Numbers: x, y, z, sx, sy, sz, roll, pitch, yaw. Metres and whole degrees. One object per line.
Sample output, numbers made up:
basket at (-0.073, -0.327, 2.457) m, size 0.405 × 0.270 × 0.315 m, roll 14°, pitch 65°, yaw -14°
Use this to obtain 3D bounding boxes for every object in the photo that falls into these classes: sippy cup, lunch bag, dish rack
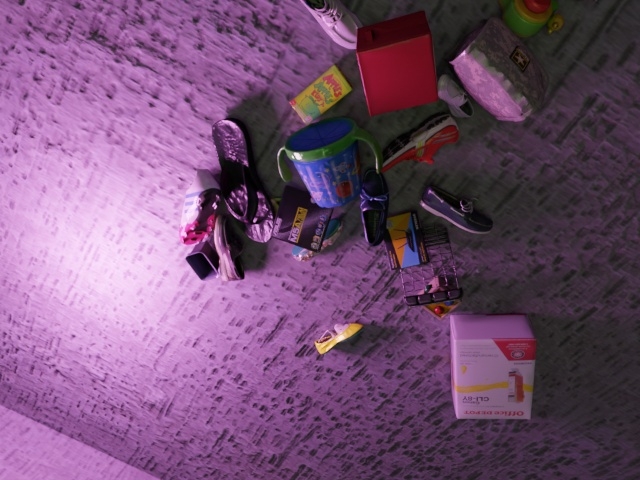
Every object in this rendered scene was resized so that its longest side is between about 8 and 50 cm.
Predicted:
sippy cup at (0.029, -0.235, 1.378) m, size 0.239 × 0.305 × 0.224 m, roll -33°, pitch 125°, yaw -20°
lunch bag at (0.462, -0.444, 1.148) m, size 0.235 × 0.287 × 0.169 m, roll 42°, pitch 116°, yaw -11°
dish rack at (0.369, 0.087, 1.518) m, size 0.208 × 0.074 × 0.272 m, roll -12°, pitch 82°, yaw 16°

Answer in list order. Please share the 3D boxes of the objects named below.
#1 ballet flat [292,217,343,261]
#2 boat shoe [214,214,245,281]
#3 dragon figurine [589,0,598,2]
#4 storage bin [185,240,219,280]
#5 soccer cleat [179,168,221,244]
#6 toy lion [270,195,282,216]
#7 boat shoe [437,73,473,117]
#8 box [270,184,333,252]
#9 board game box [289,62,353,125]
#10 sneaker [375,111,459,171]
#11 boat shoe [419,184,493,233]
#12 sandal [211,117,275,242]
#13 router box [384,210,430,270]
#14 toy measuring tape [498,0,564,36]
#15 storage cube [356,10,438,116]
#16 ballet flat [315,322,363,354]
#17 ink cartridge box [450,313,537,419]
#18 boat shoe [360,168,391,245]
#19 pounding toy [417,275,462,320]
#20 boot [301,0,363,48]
ballet flat at (0.000, 0.000, 1.578) m, size 0.240 × 0.091 × 0.077 m, roll -33°, pitch 137°, yaw 27°
boat shoe at (-0.334, 0.032, 1.635) m, size 0.092 × 0.103 × 0.286 m, roll 2°, pitch 120°, yaw 3°
dragon figurine at (0.618, -0.725, 1.079) m, size 0.143 × 0.085 × 0.290 m, roll -25°, pitch 110°, yaw -13°
storage bin at (-0.444, 0.075, 1.667) m, size 0.098 × 0.091 × 0.135 m, roll -16°, pitch 124°, yaw 17°
soccer cleat at (-0.441, -0.119, 1.584) m, size 0.331 × 0.115 × 0.143 m, roll -52°, pitch 54°, yaw 42°
toy lion at (-0.132, -0.106, 1.568) m, size 0.095 × 0.034 × 0.100 m, roll 1°, pitch 116°, yaw 2°
boat shoe at (0.391, -0.407, 1.249) m, size 0.066 × 0.063 × 0.184 m, roll -59°, pitch 141°, yaw -5°
box at (-0.062, -0.074, 1.509) m, size 0.183 × 0.045 × 0.191 m, roll 19°, pitch 96°, yaw 8°
board game box at (0.003, -0.453, 1.361) m, size 0.181 × 0.043 × 0.092 m, roll -33°, pitch 106°, yaw 23°
sneaker at (0.302, -0.278, 1.366) m, size 0.278 × 0.107 × 0.118 m, roll -29°, pitch 117°, yaw 24°
boat shoe at (0.454, -0.106, 1.430) m, size 0.254 × 0.095 × 0.079 m, roll 28°, pitch 129°, yaw 6°
sandal at (-0.282, -0.185, 1.495) m, size 0.167 × 0.107 × 0.447 m, roll -5°, pitch 113°, yaw 27°
router box at (0.287, 0.002, 1.490) m, size 0.133 × 0.046 × 0.179 m, roll -15°, pitch 81°, yaw 17°
toy measuring tape at (0.486, -0.624, 1.146) m, size 0.329 × 0.121 × 0.122 m, roll 24°, pitch 118°, yaw -3°
storage cube at (0.212, -0.486, 1.208) m, size 0.192 × 0.184 × 0.215 m, roll -9°, pitch 131°, yaw 14°
ballet flat at (0.067, 0.380, 1.752) m, size 0.231 × 0.077 × 0.077 m, roll -39°, pitch 88°, yaw 26°
ink cartridge box at (0.641, 0.479, 1.645) m, size 0.278 × 0.160 × 0.386 m, roll -4°, pitch 115°, yaw 12°
boat shoe at (0.185, -0.109, 1.443) m, size 0.108 × 0.089 × 0.259 m, roll -7°, pitch 95°, yaw 19°
pounding toy at (0.415, 0.215, 1.588) m, size 0.141 × 0.100 × 0.130 m, roll 36°, pitch 116°, yaw -8°
boot at (0.020, -0.636, 1.222) m, size 0.258 × 0.123 × 0.095 m, roll 40°, pitch 116°, yaw -10°
